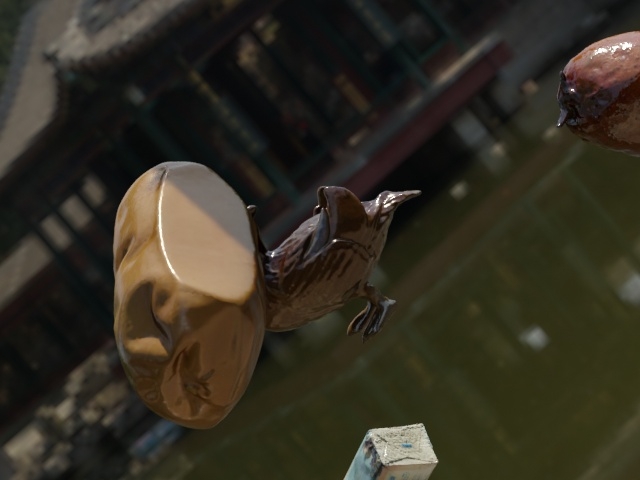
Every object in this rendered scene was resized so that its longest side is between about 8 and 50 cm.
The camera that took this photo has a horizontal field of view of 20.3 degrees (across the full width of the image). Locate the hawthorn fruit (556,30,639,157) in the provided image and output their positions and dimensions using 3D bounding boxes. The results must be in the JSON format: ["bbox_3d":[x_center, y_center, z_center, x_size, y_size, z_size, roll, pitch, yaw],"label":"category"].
[{"bbox_3d":[0.188,-0.090,1.109,0.093,0.081,0.081,-1,-7,-13],"label":"hawthorn fruit"}]

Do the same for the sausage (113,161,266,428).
[{"bbox_3d":[-0.104,0.037,1.410,0.241,0.120,0.136,-99,25,-50],"label":"sausage"}]

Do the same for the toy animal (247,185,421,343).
[{"bbox_3d":[0.000,0.000,1.615,0.188,0.179,0.089,-50,9,-7],"label":"toy animal"}]

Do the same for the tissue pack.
[{"bbox_3d":[0.070,0.241,1.849,0.074,0.059,0.094,-1,-45,-29],"label":"tissue pack"}]
